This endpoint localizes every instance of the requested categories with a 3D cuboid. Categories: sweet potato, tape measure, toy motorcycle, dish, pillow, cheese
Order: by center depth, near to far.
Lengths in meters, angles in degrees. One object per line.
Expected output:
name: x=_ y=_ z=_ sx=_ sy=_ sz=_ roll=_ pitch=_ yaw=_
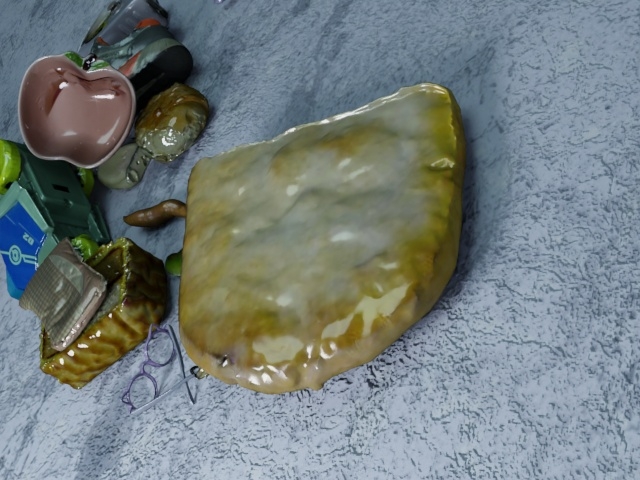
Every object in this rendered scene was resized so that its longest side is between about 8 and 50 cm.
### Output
pillow: x=-0.396 y=0.080 z=1.628 sx=0.135 sy=0.034 sz=0.211 roll=-54 pitch=39 yaw=-3
sweet potato: x=-0.253 y=-0.047 z=1.737 sx=0.179 sy=0.044 sz=0.044 roll=-9 pitch=53 yaw=32
toy motorcycle: x=-0.489 y=-0.011 z=1.852 sx=0.200 sy=0.191 sz=0.326 roll=-46 pitch=55 yaw=23
dish: x=-0.416 y=-0.229 z=1.857 sx=0.213 sy=0.213 sz=0.090 roll=-46 pitch=-1 yaw=6
cheese: x=-0.388 y=-0.132 z=1.944 sx=0.192 sy=0.037 sz=0.097 roll=-3 pitch=56 yaw=43
tape measure: x=-0.404 y=-0.414 z=2.132 sx=0.236 sy=0.120 sz=0.197 roll=-42 pitch=27 yaw=17

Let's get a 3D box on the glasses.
glasses: x=-0.209 y=0.185 z=1.482 sx=0.104 sy=0.062 sz=0.140 roll=1 pitch=61 yaw=44

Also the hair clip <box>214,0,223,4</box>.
hair clip: x=-0.106 y=-0.556 z=1.976 sx=0.278 sy=0.090 sz=0.137 roll=-30 pitch=33 yaw=23

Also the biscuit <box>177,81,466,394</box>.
biscuit: x=0.000 y=0.001 z=1.378 sx=0.429 sy=0.104 sz=0.446 roll=-19 pitch=45 yaw=20

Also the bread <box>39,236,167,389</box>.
bread: x=-0.340 y=0.112 z=1.645 sx=0.222 sy=0.096 sz=0.181 roll=-38 pitch=38 yaw=19

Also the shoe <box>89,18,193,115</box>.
shoe: x=-0.405 y=-0.301 z=1.990 sx=0.336 sy=0.132 sz=0.171 roll=-37 pitch=62 yaw=13

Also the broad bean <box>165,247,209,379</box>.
broad bean: x=-0.153 y=0.069 z=1.526 sx=0.144 sy=0.049 sz=0.292 roll=-37 pitch=37 yaw=8

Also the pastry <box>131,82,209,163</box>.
pastry: x=-0.259 y=-0.205 z=1.843 sx=0.153 sy=0.081 sz=0.153 roll=-33 pitch=31 yaw=23
